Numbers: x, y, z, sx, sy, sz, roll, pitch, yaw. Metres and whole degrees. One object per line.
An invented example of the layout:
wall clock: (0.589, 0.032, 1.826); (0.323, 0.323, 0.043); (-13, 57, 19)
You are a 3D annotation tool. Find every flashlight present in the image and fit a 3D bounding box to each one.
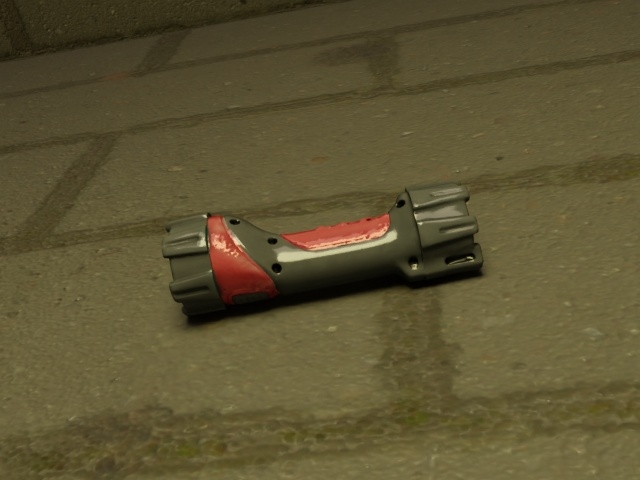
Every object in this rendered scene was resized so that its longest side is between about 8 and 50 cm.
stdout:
flashlight: (0.000, 0.000, 0.753); (0.304, 0.103, 0.103); (-12, 26, 1)
